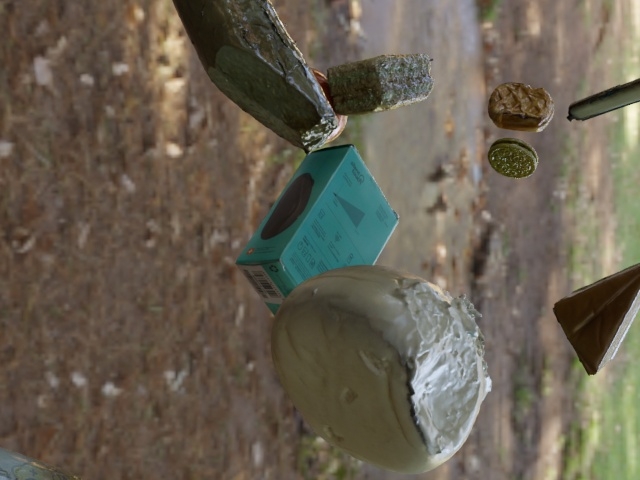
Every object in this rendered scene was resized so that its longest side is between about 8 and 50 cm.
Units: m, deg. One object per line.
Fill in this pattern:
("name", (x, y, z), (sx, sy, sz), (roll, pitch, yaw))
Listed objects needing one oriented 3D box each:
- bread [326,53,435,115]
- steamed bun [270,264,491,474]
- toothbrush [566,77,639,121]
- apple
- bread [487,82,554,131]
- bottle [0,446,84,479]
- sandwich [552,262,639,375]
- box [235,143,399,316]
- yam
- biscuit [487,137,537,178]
("bread", (0.118, -0.294, 2.136), (0.196, 0.138, 0.102), (-17, 99, -53))
("steamed bun", (0.093, 0.168, 1.713), (0.233, 0.312, 0.334), (-40, 133, -38))
("toothbrush", (0.272, -0.125, 0.857), (0.026, 0.294, 0.028), (38, 69, -13))
("apple", (-0.033, -0.251, 2.172), (0.139, 0.163, 0.163), (-37, 133, -18))
("bread", (0.336, -0.224, 1.897), (0.044, 0.110, 0.083), (67, 36, -63))
("bottle", (-0.300, 0.320, 1.352), (0.269, 0.083, 0.083), (25, 56, -16))
("sandwich", (0.418, 0.100, 1.548), (0.079, 0.163, 0.113), (-21, 82, -53))
("box", (0.000, 0.000, 2.084), (0.205, 0.118, 0.311), (57, 49, -33))
("yam", (-0.080, -0.210, 1.216), (0.259, 0.106, 0.106), (62, 19, 11))
("biscuit", (0.318, -0.136, 1.879), (0.023, 0.084, 0.084), (-66, 148, -31))
